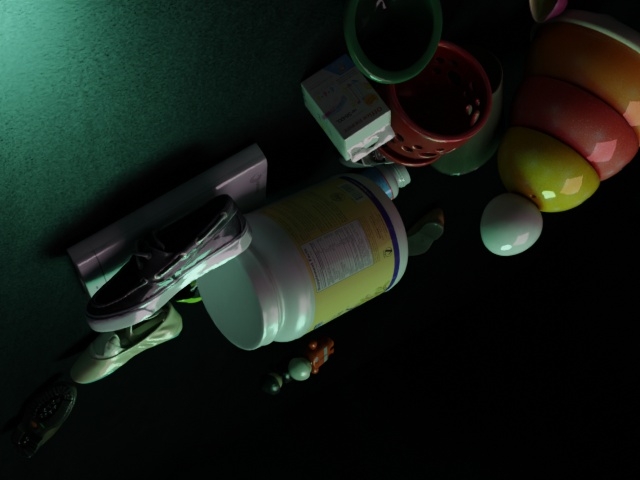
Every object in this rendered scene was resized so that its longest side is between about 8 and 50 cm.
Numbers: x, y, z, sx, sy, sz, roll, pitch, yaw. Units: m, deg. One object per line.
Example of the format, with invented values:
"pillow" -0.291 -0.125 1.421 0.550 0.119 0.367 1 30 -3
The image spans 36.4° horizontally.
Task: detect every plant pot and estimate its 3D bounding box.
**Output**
"plant pot" 0.174 -0.226 1.682 0.191 0.191 0.174 -28 172 -25

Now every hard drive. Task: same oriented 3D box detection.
"hard drive" -0.251 -0.018 1.670 0.353 0.047 0.233 -32 163 -16

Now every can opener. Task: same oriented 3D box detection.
"can opener" 0.135 -0.191 1.966 0.095 0.076 0.283 -8 -178 35

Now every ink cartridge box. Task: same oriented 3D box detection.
"ink cartridge box" 0.048 -0.208 1.571 0.092 0.143 0.090 -34 164 -6

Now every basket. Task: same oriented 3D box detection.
"basket" 0.280 -0.261 1.882 0.204 0.154 0.227 -59 164 -15

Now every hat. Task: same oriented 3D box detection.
"hat" 0.069 -0.332 1.486 0.173 0.183 0.208 -39 123 -15

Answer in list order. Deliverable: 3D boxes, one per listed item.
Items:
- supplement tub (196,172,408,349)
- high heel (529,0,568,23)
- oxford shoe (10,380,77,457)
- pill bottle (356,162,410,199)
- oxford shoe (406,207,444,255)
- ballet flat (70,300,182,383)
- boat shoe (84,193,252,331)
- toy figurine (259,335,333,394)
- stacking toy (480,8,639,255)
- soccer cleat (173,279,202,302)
"supplement tub" -0.033 0.037 1.752 0.331 0.241 0.241 -25 161 -32
"high heel" 0.390 -0.436 1.744 0.117 0.082 0.244 -57 168 28
"oxford shoe" -0.568 0.356 2.045 0.227 0.083 0.096 -45 179 32
"pill bottle" 0.107 -0.108 2.064 0.160 0.087 0.087 -33 163 -10
"oxford shoe" 0.280 -0.021 2.698 0.212 0.076 0.076 -40 -154 50
"ballet flat" -0.392 0.195 1.947 0.248 0.086 0.086 -29 162 -26
"boat shoe" -0.254 0.030 1.546 0.301 0.108 0.102 -31 130 -4
"toy figurine" -0.099 0.263 2.436 0.148 0.209 0.213 -37 -176 -41
"stacking toy" 0.462 -0.176 1.915 0.479 0.351 0.350 -56 164 -5
"soccer cleat" -0.226 0.071 1.948 0.179 0.060 0.072 -42 161 29
